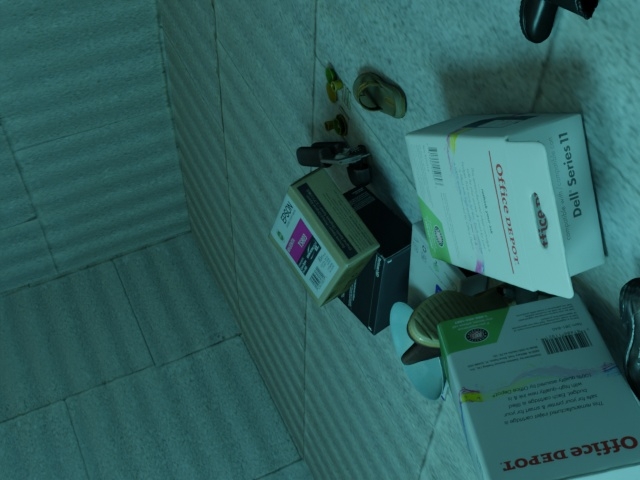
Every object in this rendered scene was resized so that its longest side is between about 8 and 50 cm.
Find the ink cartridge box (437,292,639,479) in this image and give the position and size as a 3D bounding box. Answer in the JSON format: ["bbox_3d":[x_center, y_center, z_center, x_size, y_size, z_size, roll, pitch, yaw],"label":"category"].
[{"bbox_3d":[0.282,0.217,1.041,0.278,0.201,0.117,-100,-3,-50],"label":"ink cartridge box"}]

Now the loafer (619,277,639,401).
[{"bbox_3d":[0.402,0.131,0.974,0.061,0.062,0.170,16,125,63],"label":"loafer"}]

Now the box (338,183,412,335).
[{"bbox_3d":[0.098,0.043,1.678,0.184,0.103,0.261,48,153,30],"label":"box"}]

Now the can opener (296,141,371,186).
[{"bbox_3d":[0.029,-0.162,1.761,0.283,0.075,0.095,17,124,68],"label":"can opener"}]

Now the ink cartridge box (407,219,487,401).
[{"bbox_3d":[0.225,0.130,1.501,0.333,0.065,0.165,90,154,-43],"label":"ink cartridge box"}]

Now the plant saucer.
[{"bbox_3d":[0.190,0.200,1.510,0.195,0.037,0.195,55,156,40],"label":"plant saucer"}]

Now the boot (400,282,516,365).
[{"bbox_3d":[0.187,0.155,1.280,0.207,0.248,0.090,-49,63,44],"label":"boot"}]

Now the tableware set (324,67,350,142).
[{"bbox_3d":[0.028,-0.286,1.724,0.154,0.024,0.104,94,151,-53],"label":"tableware set"}]

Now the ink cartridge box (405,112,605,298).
[{"bbox_3d":[0.259,-0.060,1.101,0.353,0.119,0.207,-156,50,-68],"label":"ink cartridge box"}]

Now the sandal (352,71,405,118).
[{"bbox_3d":[0.097,-0.263,1.495,0.180,0.049,0.072,-138,33,-57],"label":"sandal"}]

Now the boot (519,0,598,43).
[{"bbox_3d":[0.280,-0.279,0.944,0.099,0.045,0.121,43,146,51],"label":"boot"}]

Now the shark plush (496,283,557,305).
[{"bbox_3d":[0.295,0.066,1.212,0.073,0.067,0.161,95,150,-53],"label":"shark plush"}]

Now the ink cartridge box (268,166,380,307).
[{"bbox_3d":[0.000,0.000,1.595,0.193,0.088,0.235,53,155,13],"label":"ink cartridge box"}]
